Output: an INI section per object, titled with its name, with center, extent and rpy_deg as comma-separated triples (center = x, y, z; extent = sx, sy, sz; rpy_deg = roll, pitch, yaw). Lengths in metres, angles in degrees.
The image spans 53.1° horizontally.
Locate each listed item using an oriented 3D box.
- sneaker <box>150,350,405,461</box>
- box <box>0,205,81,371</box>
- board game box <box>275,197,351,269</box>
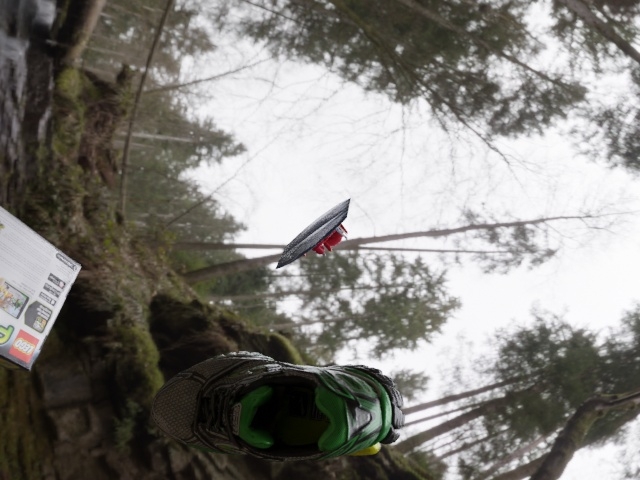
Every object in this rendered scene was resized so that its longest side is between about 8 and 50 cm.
[sneaker]
center = -0.082, 0.196, 0.776
extent = 0.344, 0.146, 0.134
rpy_deg = -11, -106, 31
[box]
center = -0.305, 0.017, 0.536
extent = 0.036, 0.207, 0.114
rpy_deg = -2, -124, 28
[board game box]
center = 0.000, 0.000, 0.959
extent = 0.133, 0.168, 0.033
rpy_deg = -36, -79, 15
